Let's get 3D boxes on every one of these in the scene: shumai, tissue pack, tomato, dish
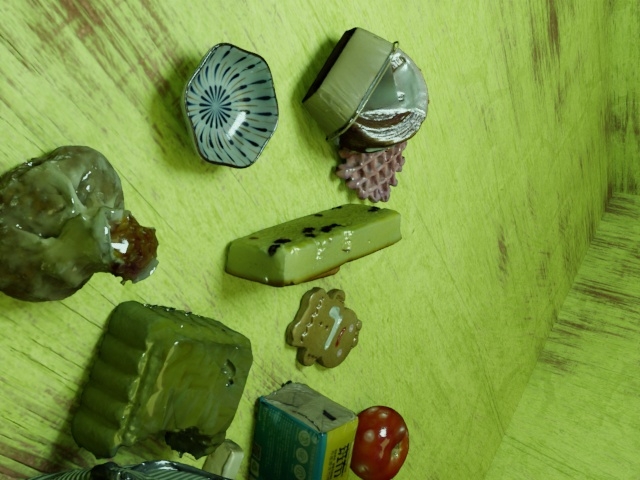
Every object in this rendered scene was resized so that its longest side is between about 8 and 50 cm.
[{"bbox_3d":[-0.296,-0.013,0.680,0.209,0.153,0.161,-54,145,-28],"label":"shumai"},{"bbox_3d":[-0.039,0.452,1.128,0.134,0.192,0.271,-5,108,-49],"label":"tissue pack"},{"bbox_3d":[0.140,0.512,1.415,0.195,0.136,0.195,-17,113,-47],"label":"tomato"},{"bbox_3d":[-0.150,-0.203,0.853,0.190,0.066,0.191,-20,117,-47],"label":"dish"}]

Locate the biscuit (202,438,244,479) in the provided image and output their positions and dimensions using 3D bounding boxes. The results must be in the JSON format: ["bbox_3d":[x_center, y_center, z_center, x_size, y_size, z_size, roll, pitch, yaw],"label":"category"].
[{"bbox_3d":[-0.201,0.470,1.042,0.052,0.056,0.188,30,78,-51],"label":"biscuit"}]

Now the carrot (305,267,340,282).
[{"bbox_3d":[-0.028,0.068,1.126,0.190,0.037,0.037,-14,113,-47],"label":"carrot"}]

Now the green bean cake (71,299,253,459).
[{"bbox_3d":[-0.230,0.229,0.863,0.236,0.124,0.233,25,83,-52],"label":"green bean cake"}]

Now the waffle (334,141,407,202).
[{"bbox_3d":[0.115,-0.194,1.191,0.234,0.055,0.221,23,83,-50],"label":"waffle"}]

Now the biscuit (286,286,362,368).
[{"bbox_3d":[0.018,0.201,1.232,0.184,0.035,0.249,-62,141,-15],"label":"biscuit"}]

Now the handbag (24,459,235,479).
[{"bbox_3d":[-0.261,0.438,0.772,0.340,0.240,0.247,37,42,-45],"label":"handbag"}]

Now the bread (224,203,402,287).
[{"bbox_3d":[0.000,0.000,1.052,0.361,0.138,0.077,-19,116,-47],"label":"bread"}]

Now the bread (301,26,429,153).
[{"bbox_3d":[0.094,-0.268,1.033,0.212,0.142,0.224,34,73,-14],"label":"bread"}]
